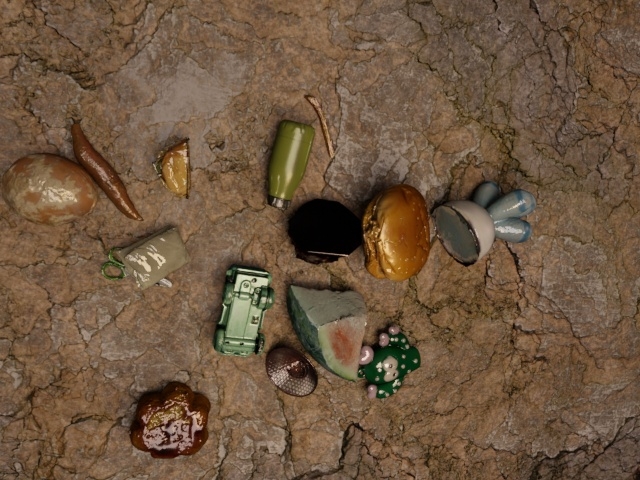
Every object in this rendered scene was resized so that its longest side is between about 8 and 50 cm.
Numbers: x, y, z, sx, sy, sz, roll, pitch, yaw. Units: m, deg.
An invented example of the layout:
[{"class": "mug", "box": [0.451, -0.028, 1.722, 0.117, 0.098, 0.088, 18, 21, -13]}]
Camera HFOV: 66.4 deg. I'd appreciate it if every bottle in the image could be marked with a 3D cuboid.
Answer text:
[{"class": "bottle", "box": [-0.098, -0.223, 1.464, 0.112, 0.112, 0.260, 12, 99, -19]}]

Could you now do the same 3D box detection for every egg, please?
[{"class": "egg", "box": [-0.698, -0.130, 1.270, 0.233, 0.195, 0.195, 4, 102, -5]}]

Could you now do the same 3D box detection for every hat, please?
[{"class": "hat", "box": [-0.083, 0.422, 1.642, 0.193, 0.082, 0.193, 10, 116, 21]}]

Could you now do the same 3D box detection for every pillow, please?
[{"class": "pillow", "box": [-0.476, 0.046, 1.426, 0.181, 0.078, 0.134, -35, 113, -29]}]

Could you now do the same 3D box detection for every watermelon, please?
[{"class": "watermelon", "box": [0.051, 0.270, 1.586, 0.258, 0.228, 0.387, -40, 116, -14]}]

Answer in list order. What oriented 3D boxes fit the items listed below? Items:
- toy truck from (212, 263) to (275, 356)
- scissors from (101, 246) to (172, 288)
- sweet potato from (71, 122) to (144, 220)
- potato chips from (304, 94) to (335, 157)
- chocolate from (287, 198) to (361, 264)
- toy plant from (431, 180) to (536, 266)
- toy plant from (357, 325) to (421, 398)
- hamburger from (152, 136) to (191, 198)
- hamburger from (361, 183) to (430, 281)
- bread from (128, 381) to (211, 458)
[{"class": "toy truck", "box": [-0.237, 0.218, 1.502, 0.155, 0.156, 0.279, 10, 100, -18]}, {"class": "scissors", "box": [-0.537, 0.096, 1.454, 0.204, 0.027, 0.101, 24, 98, -18]}, {"class": "sweet potato", "box": [-0.594, -0.176, 1.352, 0.066, 0.072, 0.314, -40, 108, -19]}, {"class": "potato chips", "box": [0.005, -0.354, 1.510, 0.037, 0.026, 0.204, -25, 109, -6]}, {"class": "chocolate", "box": [0.000, 0.000, 1.552, 0.224, 0.206, 0.177, 7, 145, -8]}, {"class": "toy plant", "box": [0.577, -0.081, 1.643, 0.332, 0.247, 0.247, -26, 109, -13]}, {"class": "toy plant", "box": [0.233, 0.432, 1.716, 0.243, 0.112, 0.232, -34, 111, -12]}, {"class": "hamburger", "box": [-0.419, -0.208, 1.393, 0.102, 0.087, 0.176, 2, 110, -4]}, {"class": "hamburger", "box": [0.232, -0.024, 1.509, 0.314, 0.170, 0.290, -40, 121, -49]}, {"class": "bread", "box": [-0.469, 0.565, 1.529, 0.246, 0.135, 0.232, 5, 88, -15]}]
